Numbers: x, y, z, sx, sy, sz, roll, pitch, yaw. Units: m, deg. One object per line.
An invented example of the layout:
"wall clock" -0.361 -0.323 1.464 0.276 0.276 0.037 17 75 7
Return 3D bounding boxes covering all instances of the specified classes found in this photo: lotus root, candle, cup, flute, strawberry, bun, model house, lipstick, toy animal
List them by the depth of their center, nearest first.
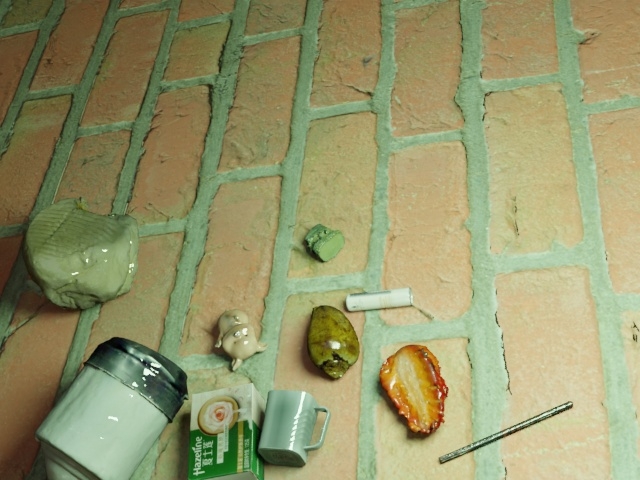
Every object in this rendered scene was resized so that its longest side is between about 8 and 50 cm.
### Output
"flute" 0.343 0.353 1.639 0.270 0.014 0.014 -24 48 1
"strawberry" 0.189 0.292 1.714 0.121 0.082 0.188 -31 55 21
"cup" -0.047 0.363 1.725 0.128 0.095 0.129 0 55 18
"candle" -0.432 0.373 1.778 0.221 0.221 0.342 17 63 31
"lotus root" 0.018 0.191 1.845 0.108 0.094 0.190 6 40 -19
"lipstick" 0.125 0.126 1.890 0.141 0.040 0.040 -7 50 16
"toy animal" -0.177 0.202 1.922 0.083 0.089 0.150 -38 49 18
"model house" 0.000 0.000 2.022 0.079 0.066 0.083 -44 49 -19
"bun" -0.564 0.046 2.108 0.282 0.204 0.281 -5 40 4

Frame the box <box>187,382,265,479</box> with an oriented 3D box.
"box" -0.184 0.394 1.761 0.135 0.081 0.199 -13 47 10
